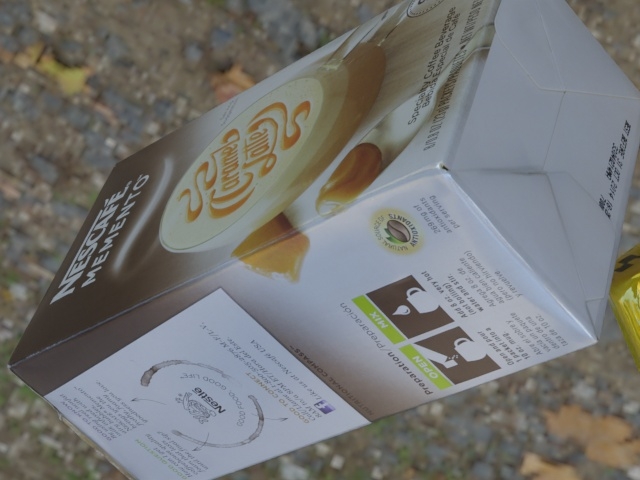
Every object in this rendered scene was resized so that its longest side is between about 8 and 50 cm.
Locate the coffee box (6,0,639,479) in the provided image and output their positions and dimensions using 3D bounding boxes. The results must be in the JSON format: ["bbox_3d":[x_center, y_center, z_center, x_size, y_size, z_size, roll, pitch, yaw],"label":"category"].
[{"bbox_3d":[0.000,0.000,0.676,0.246,0.141,0.098,-25,120,38],"label":"coffee box"}]

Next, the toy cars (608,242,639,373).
[{"bbox_3d":[0.244,-0.088,0.756,0.176,0.394,0.087,23,177,-20],"label":"toy cars"}]
